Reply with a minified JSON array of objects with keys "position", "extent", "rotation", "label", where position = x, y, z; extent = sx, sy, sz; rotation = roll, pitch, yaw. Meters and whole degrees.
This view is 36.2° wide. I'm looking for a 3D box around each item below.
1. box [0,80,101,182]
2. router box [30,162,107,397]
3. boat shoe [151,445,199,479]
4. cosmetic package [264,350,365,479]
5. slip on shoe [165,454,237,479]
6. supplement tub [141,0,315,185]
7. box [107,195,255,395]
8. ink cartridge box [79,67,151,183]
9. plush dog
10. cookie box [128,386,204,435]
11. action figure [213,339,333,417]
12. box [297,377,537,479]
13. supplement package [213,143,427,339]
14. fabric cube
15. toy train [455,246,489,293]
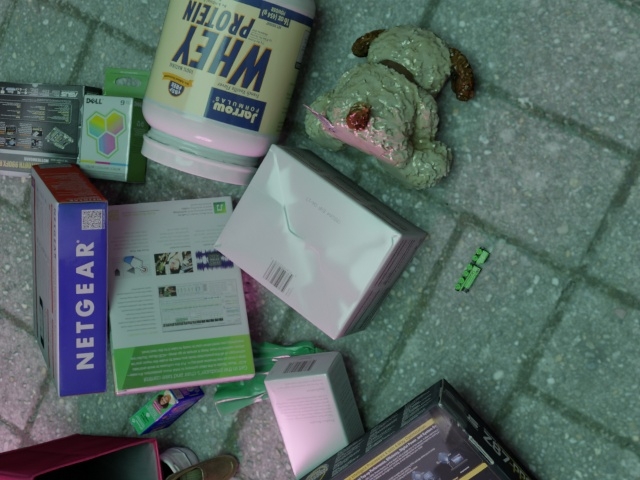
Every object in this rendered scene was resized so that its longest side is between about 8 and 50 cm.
[{"position":[-0.533,-0.208,1.872],"extent":[0.231,0.056,0.183],"rotation":[6,95,23],"label":"box"},{"position":[-0.440,0.060,1.701],"extent":[0.301,0.082,0.335],"rotation":[-145,56,-61],"label":"router box"},{"position":[-0.233,0.503,1.751],"extent":[0.096,0.088,0.267],"rotation":[-19,84,23],"label":"boat shoe"},{"position":[0.002,0.307,1.613],"extent":[0.117,0.085,0.231],"rotation":[-9,108,23],"label":"cosmetic package"},{"position":[-0.207,0.411,1.720],"extent":[0.041,0.135,0.051],"rotation":[135,122,-64],"label":"slip on shoe"},{"position":[-0.158,-0.273,1.610],"extent":[0.235,0.235,0.325],"rotation":[20,100,21],"label":"supplement tub"},{"position":[-0.247,0.090,1.659],"extent":[0.232,0.058,0.322],"rotation":[-5,74,-14],"label":"box"},{"position":[-0.376,-0.214,1.800],"extent":[0.109,0.062,0.209],"rotation":[8,94,24],"label":"ink cartridge box"},{"position":[0.113,-0.240,1.539],"extent":[0.262,0.210,0.225],"rotation":[26,75,19],"label":"plush dog"},{"position":[-0.276,0.299,1.761],"extent":[0.107,0.092,0.040],"rotation":[-42,73,19],"label":"cookie box"},{"position":[-0.076,0.220,1.687],"extent":[0.232,0.063,0.137],"rotation":[-12,86,23],"label":"action figure"},{"position":[0.142,0.451,1.533],"extent":[0.395,0.097,0.318],"rotation":[-40,99,20],"label":"box"},{"position":[0.000,0.000,1.601],"extent":[0.262,0.145,0.204],"rotation":[37,105,19],"label":"supplement package"},{"position":[-0.446,0.490,1.714],"extent":[0.258,0.259,0.254],"rotation":[-6,91,44],"label":"fabric cube"},{"position":[0.243,0.049,1.568],"extent":[0.023,0.017,0.083],"rotation":[31,104,9],"label":"toy train"}]
